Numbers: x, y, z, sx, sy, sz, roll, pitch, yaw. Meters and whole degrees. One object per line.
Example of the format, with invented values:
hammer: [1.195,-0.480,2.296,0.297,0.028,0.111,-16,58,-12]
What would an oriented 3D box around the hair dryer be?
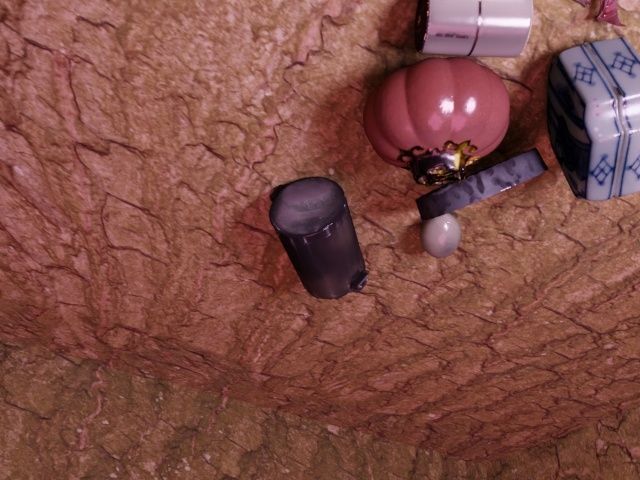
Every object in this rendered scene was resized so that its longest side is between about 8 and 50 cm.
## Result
hair dryer: [0.294,-0.508,1.003,0.204,0.128,0.361,2,132,-1]

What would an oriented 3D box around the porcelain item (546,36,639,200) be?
porcelain item: [0.577,-0.245,1.168,0.157,0.281,0.285,-11,141,11]

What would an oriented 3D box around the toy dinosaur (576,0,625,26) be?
toy dinosaur: [0.529,-0.488,1.073,0.220,0.032,0.108,39,131,-24]

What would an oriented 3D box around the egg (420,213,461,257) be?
egg: [0.336,-0.017,1.570,0.114,0.114,0.152,-2,136,3]

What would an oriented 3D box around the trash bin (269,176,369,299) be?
trash bin: [0.000,0.000,1.532,0.252,0.203,0.301,27,155,34]

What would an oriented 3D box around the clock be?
clock: [0.374,-0.131,1.325,0.313,0.313,0.061,-23,91,25]

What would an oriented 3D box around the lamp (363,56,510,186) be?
lamp: [0.242,-0.239,1.177,0.306,0.239,0.305,-3,168,-1]
